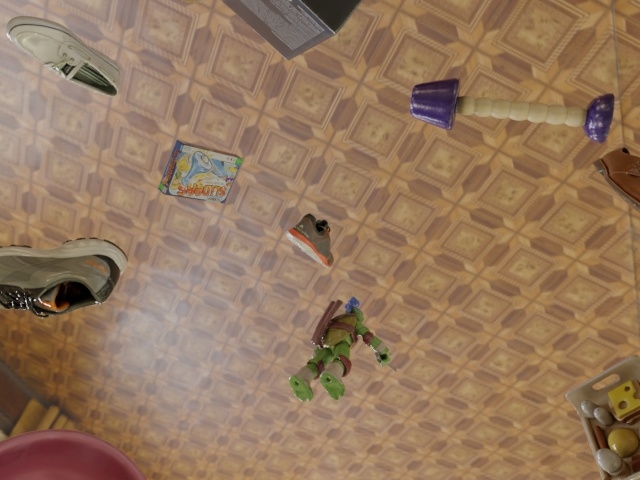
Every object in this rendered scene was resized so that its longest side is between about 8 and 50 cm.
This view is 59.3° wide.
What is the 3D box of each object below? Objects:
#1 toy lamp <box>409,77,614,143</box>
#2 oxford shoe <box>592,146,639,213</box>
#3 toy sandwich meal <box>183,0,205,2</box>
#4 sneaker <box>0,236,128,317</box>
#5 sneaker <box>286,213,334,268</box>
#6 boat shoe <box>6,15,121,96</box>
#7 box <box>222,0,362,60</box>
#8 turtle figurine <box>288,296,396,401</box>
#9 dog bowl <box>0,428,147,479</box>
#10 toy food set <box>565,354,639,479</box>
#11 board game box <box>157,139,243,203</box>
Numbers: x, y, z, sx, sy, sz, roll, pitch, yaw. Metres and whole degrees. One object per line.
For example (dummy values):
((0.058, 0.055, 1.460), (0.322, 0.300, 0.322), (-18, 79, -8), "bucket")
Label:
((0.269, -0.191, 0.816), (0.275, 0.080, 0.080), (8, 131, 15), "toy lamp")
((0.580, -0.117, 1.049), (0.076, 0.212, 0.076), (37, 120, -21), "oxford shoe")
((-0.199, -0.368, 0.799), (0.086, 0.085, 0.029), (25, 89, -8), "toy sandwich meal")
((-0.439, 0.068, 0.863), (0.272, 0.108, 0.100), (-10, 133, 7), "sneaker")
((0.000, 0.000, 0.951), (0.061, 0.065, 0.158), (36, 177, 23), "sneaker")
((-0.485, -0.352, 1.090), (0.083, 0.075, 0.226), (-37, 148, 29), "boat shoe")
((-0.013, -0.565, 1.131), (0.212, 0.395, 0.293), (38, 88, -18), "box")
((0.060, 0.300, 1.338), (0.198, 0.266, 0.274), (19, 122, 20), "turtle figurine")
((-0.432, 0.482, 0.872), (0.408, 0.408, 0.150), (30, 120, -13), "dog bowl")
((0.716, 0.434, 1.339), (0.092, 0.306, 0.220), (38, 119, -16), "toy food set")
((-0.304, -0.171, 1.443), (0.035, 0.201, 0.136), (35, 108, 33), "board game box")
